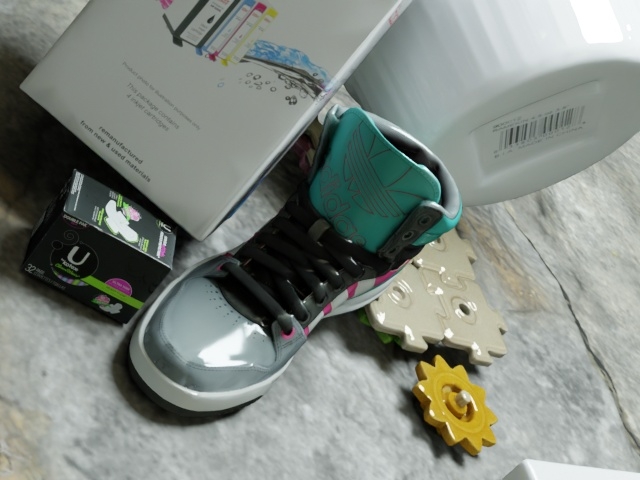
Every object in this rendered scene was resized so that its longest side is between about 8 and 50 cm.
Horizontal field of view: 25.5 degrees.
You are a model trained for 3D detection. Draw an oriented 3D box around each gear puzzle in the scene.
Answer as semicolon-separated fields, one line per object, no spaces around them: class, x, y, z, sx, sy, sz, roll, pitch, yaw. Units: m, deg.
gear puzzle;0.074;0.039;1.195;0.175;0.044;0.339;15;42;-40

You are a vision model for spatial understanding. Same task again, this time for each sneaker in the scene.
sneaker;0.000;0.000;0.986;0.124;0.178;0.295;42;41;11

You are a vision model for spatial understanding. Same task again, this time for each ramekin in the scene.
ramekin;0.164;-0.143;1.219;0.277;0.277;0.135;5;57;-46

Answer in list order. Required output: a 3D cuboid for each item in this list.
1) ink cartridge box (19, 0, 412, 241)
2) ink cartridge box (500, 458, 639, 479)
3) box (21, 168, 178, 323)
ink cartridge box;-0.066;-0.147;1.030;0.168;0.233;0.171;40;6;-1
ink cartridge box;0.218;0.293;0.954;0.197;0.114;0.273;13;40;-39
box;-0.148;0.005;0.956;0.083;0.062;0.052;30;31;-19
